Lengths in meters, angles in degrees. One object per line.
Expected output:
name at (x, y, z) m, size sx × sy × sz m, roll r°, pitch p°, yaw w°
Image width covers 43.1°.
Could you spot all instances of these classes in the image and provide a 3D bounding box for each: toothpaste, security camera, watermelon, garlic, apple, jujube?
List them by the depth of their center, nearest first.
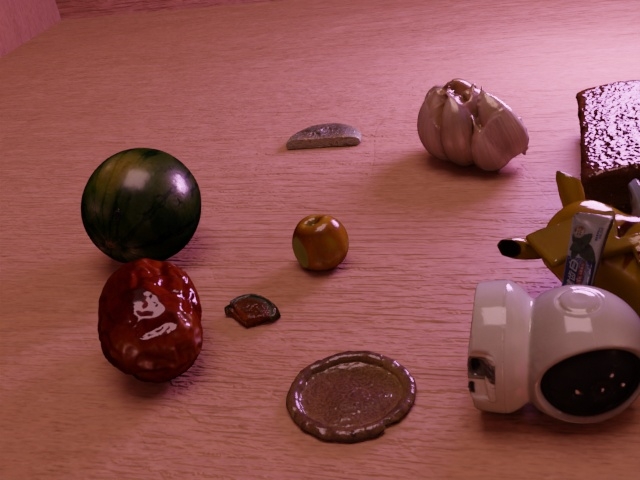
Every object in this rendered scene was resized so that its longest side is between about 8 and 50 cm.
security camera at (0.329, 0.150, 1.116) m, size 0.236 × 0.194 × 0.194 m, roll 2°, pitch 32°, yaw 16°
toothpaste at (0.383, 0.073, 1.212) m, size 0.060 × 0.233 × 0.038 m, roll 15°, pitch 5°, yaw 36°
jujube at (-0.283, 0.128, 1.352) m, size 0.174 × 0.174 × 0.250 m, roll -12°, pitch 33°, yaw -3°
apple at (0.000, 0.000, 1.545) m, size 0.099 × 0.102 × 0.114 m, roll -25°, pitch 32°, yaw -21°
watermelon at (-0.359, -0.069, 1.638) m, size 0.242 × 0.242 × 0.242 m, roll -7°, pitch 31°, yaw 4°
garlic at (0.313, -0.260, 1.802) m, size 0.185 × 0.203 × 0.281 m, roll -32°, pitch 36°, yaw 0°

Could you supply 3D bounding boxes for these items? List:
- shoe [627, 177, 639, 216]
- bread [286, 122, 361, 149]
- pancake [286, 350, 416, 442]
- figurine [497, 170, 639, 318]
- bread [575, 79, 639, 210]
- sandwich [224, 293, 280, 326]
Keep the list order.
shoe at (0.570, -0.026, 1.441) m, size 0.078 × 0.079 × 0.195 m, roll -36°, pitch 37°, yaw 28°
bread at (0.014, -0.275, 2.069) m, size 0.193 × 0.036 × 0.112 m, roll -1°, pitch 30°, yaw 13°
pancake at (0.045, 0.232, 1.224) m, size 0.199 × 0.021 × 0.199 m, roll -8°, pitch 32°, yaw 5°
figurine at (0.459, 0.026, 1.300) m, size 0.218 × 0.169 × 0.327 m, roll -35°, pitch 35°, yaw -23°
bread at (0.620, -0.206, 1.684) m, size 0.165 × 0.113 × 0.416 m, roll -5°, pitch 33°, yaw 20°
sandwich at (-0.118, 0.124, 1.446) m, size 0.069 × 0.026 × 0.101 m, roll -31°, pitch 37°, yaw -33°
